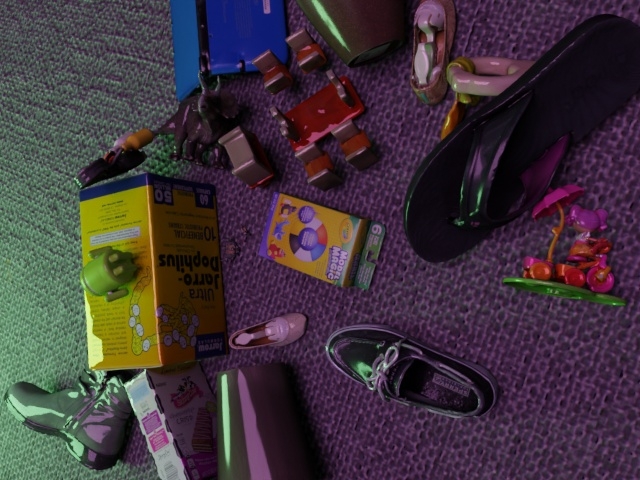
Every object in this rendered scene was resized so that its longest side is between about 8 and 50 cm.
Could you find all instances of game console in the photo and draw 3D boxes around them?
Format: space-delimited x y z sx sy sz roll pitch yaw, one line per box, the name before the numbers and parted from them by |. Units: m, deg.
game console | -0.197 -0.456 1.316 0.250 0.173 0.293 -5 84 -1

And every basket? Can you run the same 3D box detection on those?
basket | -0.110 0.343 1.157 0.204 0.154 0.227 -16 76 32

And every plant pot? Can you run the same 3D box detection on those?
plant pot | 0.051 -0.422 1.084 0.215 0.215 0.231 -21 91 28

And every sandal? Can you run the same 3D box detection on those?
sandal | 0.285 -0.130 0.923 0.446 0.167 0.107 -48 24 20

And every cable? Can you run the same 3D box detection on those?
cable | -0.419 -0.153 1.235 0.139 0.287 0.072 -27 100 20

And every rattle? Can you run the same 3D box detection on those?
rattle | 0.297 -0.218 0.997 0.199 0.130 0.143 0 106 1

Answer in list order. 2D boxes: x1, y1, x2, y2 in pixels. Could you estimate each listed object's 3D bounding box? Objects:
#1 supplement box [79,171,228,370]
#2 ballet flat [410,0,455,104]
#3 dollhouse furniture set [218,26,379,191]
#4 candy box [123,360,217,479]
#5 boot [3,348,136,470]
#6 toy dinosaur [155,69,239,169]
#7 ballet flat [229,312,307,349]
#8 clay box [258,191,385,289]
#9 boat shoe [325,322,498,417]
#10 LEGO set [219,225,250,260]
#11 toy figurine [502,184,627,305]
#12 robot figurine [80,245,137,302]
supplement box | -0.329 0.066 1.270 0.195 0.194 0.357 -9 83 30
ballet flat | 0.184 -0.332 1.062 0.073 0.067 0.206 -2 86 30
dollhouse furniture set | -0.045 -0.204 1.179 0.259 0.135 0.262 -30 73 14
candy box | -0.262 0.357 1.236 0.071 0.159 0.233 -37 71 22
boot | -0.548 0.338 1.444 0.338 0.118 0.223 23 96 18
toy dinosaur | -0.244 -0.234 1.294 0.313 0.121 0.160 16 93 62
ballet flat | -0.102 0.179 1.212 0.168 0.052 0.057 -22 76 27
clay box | 0.000 0.000 1.162 0.222 0.053 0.128 19 97 31
boat shoe | 0.129 0.216 1.045 0.306 0.105 0.113 21 98 29
LEGO set | -0.171 0.010 1.283 0.083 0.023 0.054 -34 73 11
toy figurine | 0.366 0.000 0.927 0.173 0.130 0.159 11 83 9
robot figurine | -0.384 0.059 1.149 0.115 0.067 0.101 -28 82 27
